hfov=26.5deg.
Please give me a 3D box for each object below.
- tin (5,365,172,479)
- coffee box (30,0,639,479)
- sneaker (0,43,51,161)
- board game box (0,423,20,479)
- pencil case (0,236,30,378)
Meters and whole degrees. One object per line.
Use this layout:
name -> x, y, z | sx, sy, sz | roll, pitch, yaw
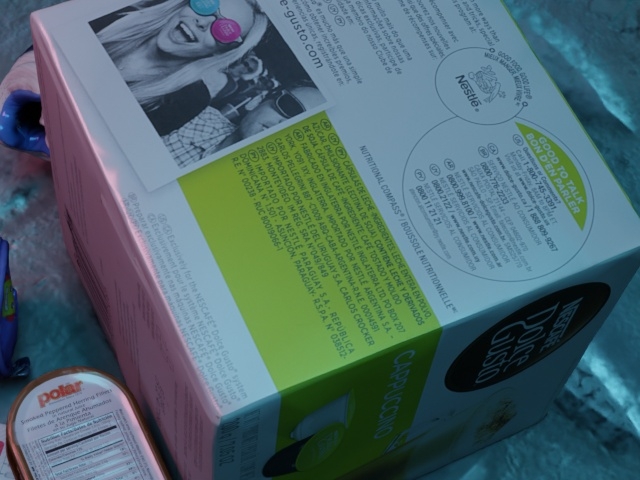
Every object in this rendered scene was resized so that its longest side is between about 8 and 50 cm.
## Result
tin -> -0.168, 0.179, 1.023 | 0.106, 0.040, 0.190 | -17, 60, -25
coffee box -> 0.000, 0.000, 1.071 | 0.334, 0.338, 0.338 | -21, 65, -16
sneaker -> -0.133, -0.141, 1.178 | 0.322, 0.130, 0.236 | -4, 34, 30
board game box -> -0.331, 0.240, 1.035 | 0.303, 0.097, 0.224 | 12, 55, 1
pencil case -> -0.396, 0.057, 1.125 | 0.306, 0.133, 0.119 | 0, 84, -5
